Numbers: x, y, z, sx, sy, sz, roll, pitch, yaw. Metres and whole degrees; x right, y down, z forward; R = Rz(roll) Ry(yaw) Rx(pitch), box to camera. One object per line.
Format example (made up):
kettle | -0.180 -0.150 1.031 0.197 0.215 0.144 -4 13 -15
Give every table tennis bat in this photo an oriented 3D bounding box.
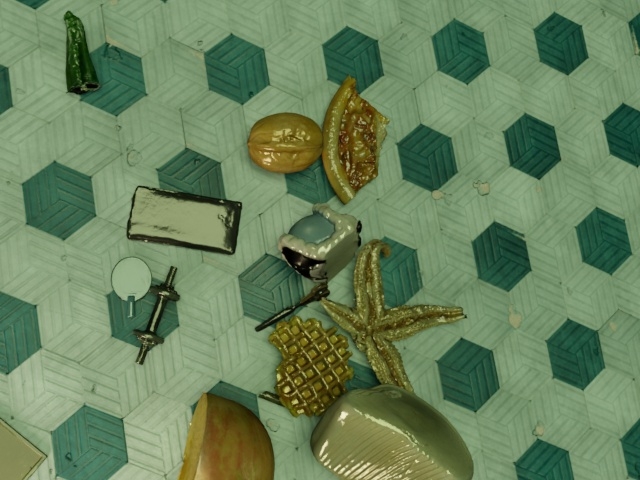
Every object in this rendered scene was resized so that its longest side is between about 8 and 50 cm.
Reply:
table tennis bat | -0.476 0.117 1.860 0.100 0.019 0.155 -1 79 -13

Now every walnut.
walnut | -0.092 -0.255 1.938 0.207 0.159 0.159 -3 82 -18

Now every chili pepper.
chili pepper | -0.633 -0.491 1.906 0.088 0.059 0.226 -14 80 -1

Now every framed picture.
framed picture | -0.792 0.546 1.720 0.184 0.016 0.250 40 76 -4

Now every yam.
yam | -0.095 0.409 1.890 0.129 0.027 0.033 23 116 -10

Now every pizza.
pizza | 0.092 -0.274 2.019 0.182 0.074 0.365 8 80 -2

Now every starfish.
starfish | 0.202 0.224 1.960 0.324 0.082 0.432 -44 95 -18

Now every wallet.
wallet | -0.350 -0.052 1.909 0.285 0.030 0.146 9 83 -12

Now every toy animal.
toy animal | 0.000 0.000 1.903 0.156 0.208 0.204 41 75 17

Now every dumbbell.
dumbbell | -0.406 0.184 1.832 0.082 0.081 0.254 20 77 -9

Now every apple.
apple | -0.237 0.538 1.755 0.252 0.314 0.309 11 75 32

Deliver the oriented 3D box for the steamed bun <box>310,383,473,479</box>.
steamed bun | 0.180 0.501 1.826 0.383 0.236 0.247 31 114 -1

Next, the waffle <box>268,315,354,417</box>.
waffle | -0.034 0.325 1.892 0.249 0.056 0.253 26 68 -9

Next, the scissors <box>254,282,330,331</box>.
scissors | -0.074 0.178 1.921 0.220 0.088 0.017 -31 67 -5
